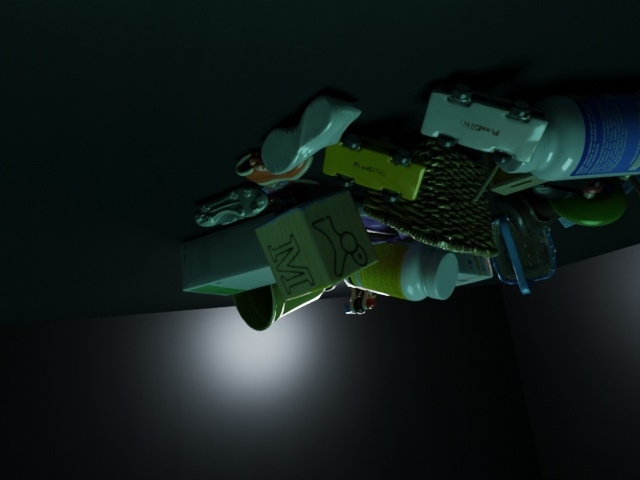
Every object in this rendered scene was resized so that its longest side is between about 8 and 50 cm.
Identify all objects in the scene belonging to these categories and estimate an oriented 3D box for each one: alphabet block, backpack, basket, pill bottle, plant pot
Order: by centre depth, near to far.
[{"bbox_3d":[0.460,-0.186,0.939,0.271,0.153,0.152,-4,166,-12],"label":"pill bottle"},{"bbox_3d":[0.224,-0.062,1.129,0.213,0.223,0.299,-12,170,36],"label":"basket"},{"bbox_3d":[0.524,-0.166,1.134,0.181,0.115,0.152,-5,152,-21],"label":"backpack"},{"bbox_3d":[-0.010,0.010,1.271,0.192,0.197,0.193,-22,179,-40],"label":"alphabet block"},{"bbox_3d":[0.241,0.082,1.613,0.333,0.188,0.187,10,-179,40],"label":"pill bottle"},{"bbox_3d":[0.653,0.022,1.714,0.200,0.255,0.289,-15,-177,33],"label":"basket"},{"bbox_3d":[-0.131,0.140,1.775,0.253,0.276,0.276,-12,171,-37],"label":"plant pot"}]

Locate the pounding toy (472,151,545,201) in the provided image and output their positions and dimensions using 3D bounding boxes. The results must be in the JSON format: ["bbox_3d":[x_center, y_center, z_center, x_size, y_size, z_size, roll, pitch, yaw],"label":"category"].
[{"bbox_3d":[0.384,-0.153,1.070,0.141,0.130,0.100,-19,162,39],"label":"pounding toy"}]

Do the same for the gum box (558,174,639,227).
[{"bbox_3d":[0.795,-0.117,1.495,0.157,0.041,0.184,-36,176,-19],"label":"gum box"}]

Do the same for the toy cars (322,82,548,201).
[{"bbox_3d":[0.187,-0.176,0.918,0.393,0.087,0.177,-17,119,34],"label":"toy cars"}]

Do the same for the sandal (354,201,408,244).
[{"bbox_3d":[0.167,-0.032,1.496,0.416,0.102,0.169,3,165,-44],"label":"sandal"}]

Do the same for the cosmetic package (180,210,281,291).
[{"bbox_3d":[-0.207,0.047,1.505,0.365,0.155,0.196,-15,162,33],"label":"cosmetic package"}]

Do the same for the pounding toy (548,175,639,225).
[{"bbox_3d":[0.699,-0.142,1.296,0.236,0.183,0.110,-9,140,4],"label":"pounding toy"}]

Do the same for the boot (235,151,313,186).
[{"bbox_3d":[-0.089,-0.146,0.993,0.157,0.059,0.084,-17,159,36],"label":"boot"}]

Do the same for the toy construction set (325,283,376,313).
[{"bbox_3d":[0.176,0.103,1.945,0.308,0.258,0.237,-41,171,25],"label":"toy construction set"}]

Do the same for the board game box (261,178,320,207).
[{"bbox_3d":[-0.079,-0.099,1.234,0.133,0.033,0.168,-1,164,-27],"label":"board game box"}]

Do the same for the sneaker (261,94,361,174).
[{"bbox_3d":[-0.016,-0.173,0.899,0.094,0.080,0.212,-11,171,-43],"label":"sneaker"}]

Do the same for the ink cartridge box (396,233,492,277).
[{"bbox_3d":[0.422,0.046,1.766,0.197,0.198,0.270,-19,163,36],"label":"ink cartridge box"}]

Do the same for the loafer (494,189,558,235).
[{"bbox_3d":[0.596,-0.103,1.466,0.130,0.134,0.365,-42,161,26],"label":"loafer"}]

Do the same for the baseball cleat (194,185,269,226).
[{"bbox_3d":[-0.192,-0.081,1.210,0.205,0.072,0.109,-10,-179,27],"label":"baseball cleat"}]
